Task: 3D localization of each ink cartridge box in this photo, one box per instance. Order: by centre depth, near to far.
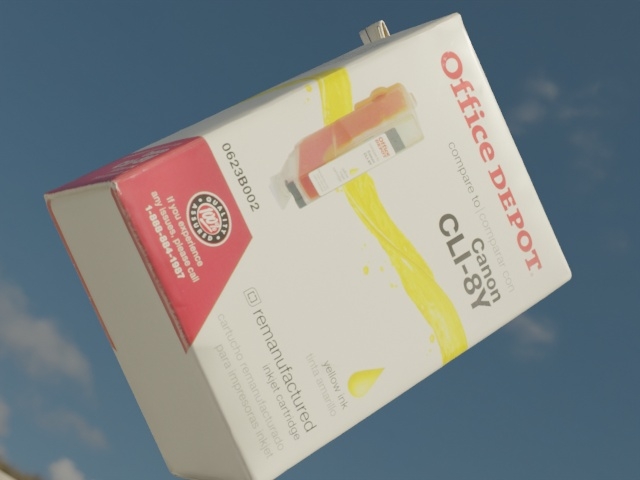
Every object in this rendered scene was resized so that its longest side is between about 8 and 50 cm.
[{"bbox_3d":[0.000,0.000,1.232,0.160,0.384,0.279,-9,-72,58],"label":"ink cartridge box"}]

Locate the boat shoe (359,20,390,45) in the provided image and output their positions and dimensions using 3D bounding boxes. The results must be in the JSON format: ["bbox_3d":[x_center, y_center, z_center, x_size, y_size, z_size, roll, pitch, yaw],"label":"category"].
[{"bbox_3d":[0.080,-0.195,1.523,0.100,0.035,0.035,63,18,16],"label":"boat shoe"}]
